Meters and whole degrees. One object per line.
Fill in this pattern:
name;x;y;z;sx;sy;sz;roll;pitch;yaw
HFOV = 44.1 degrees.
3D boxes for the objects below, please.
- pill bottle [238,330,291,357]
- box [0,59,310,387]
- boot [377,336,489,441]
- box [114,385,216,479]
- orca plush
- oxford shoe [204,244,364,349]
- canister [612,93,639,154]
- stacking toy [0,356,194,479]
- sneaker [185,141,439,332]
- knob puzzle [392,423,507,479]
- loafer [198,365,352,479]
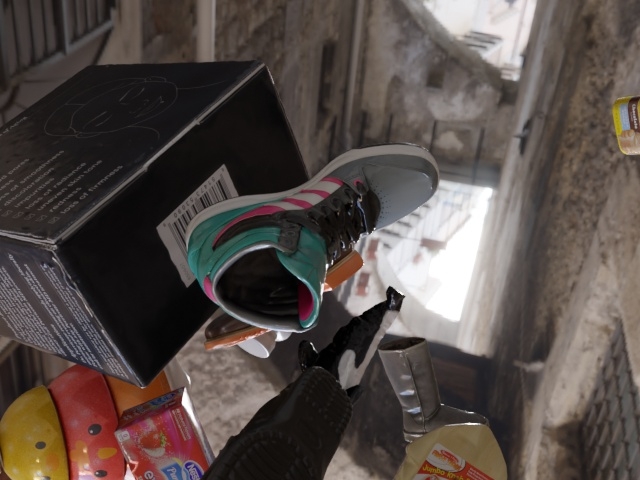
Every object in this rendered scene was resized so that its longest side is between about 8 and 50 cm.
pill bottle;-0.089;0.127;1.588;0.117;0.117;0.208;20;-120;23
box;-0.351;-0.063;1.335;0.472;0.297;0.480;11;-135;37
boot;0.223;0.290;1.561;0.190;0.208;0.076;-9;-173;14
box;-0.254;0.409;1.409;0.128;0.257;0.122;-22;-172;-5
orca plush;0.018;0.180;1.207;0.102;0.287;0.151;34;-171;-11
oxford shoe;-0.082;0.074;1.417;0.364;0.132;0.130;-33;-174;-40
canister;0.643;-0.224;1.504;0.073;0.126;0.170;-18;-170;-17
stacking toy;-0.507;0.392;1.565;0.480;0.350;0.350;-14;-144;-28
sneaker;0.000;0.000;0.826;0.295;0.124;0.178;-21;-146;3
knob puzzle;0.224;0.390;1.320;0.213;0.213;0.030;4;180;-4
loafer;-0.042;0.183;0.628;0.080;0.078;0.220;52;-150;2
